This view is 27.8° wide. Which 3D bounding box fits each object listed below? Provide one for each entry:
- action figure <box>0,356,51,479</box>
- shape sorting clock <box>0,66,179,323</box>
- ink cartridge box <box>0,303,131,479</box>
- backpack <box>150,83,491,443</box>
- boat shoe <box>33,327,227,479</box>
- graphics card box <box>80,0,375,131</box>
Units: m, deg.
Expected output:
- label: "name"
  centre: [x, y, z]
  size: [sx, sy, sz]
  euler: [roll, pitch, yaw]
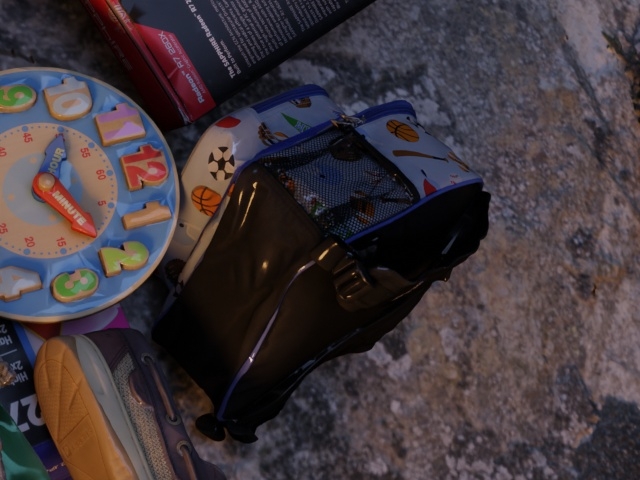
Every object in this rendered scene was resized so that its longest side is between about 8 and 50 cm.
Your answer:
- label: "action figure"
  centre: [-0.256, 0.101, 0.886]
  size: [0.137, 0.063, 0.232]
  euler: [-8, 77, -52]
- label: "shape sorting clock"
  centre: [-0.208, -0.038, 0.974]
  size: [0.206, 0.040, 0.206]
  euler: [6, 68, -15]
- label: "ink cartridge box"
  centre: [-0.246, 0.066, 0.993]
  size: [0.176, 0.069, 0.371]
  euler: [-21, 84, -38]
- label: "backpack"
  centre: [0.000, 0.000, 1.076]
  size: [0.263, 0.276, 0.213]
  euler: [-19, 67, -41]
- label: "boat shoe"
  centre: [-0.109, 0.189, 0.926]
  size: [0.092, 0.103, 0.285]
  euler: [-19, 75, -37]
- label: "graphics card box"
  centre: [-0.050, -0.291, 1.175]
  size: [0.371, 0.094, 0.233]
  euler: [-37, 103, -20]
